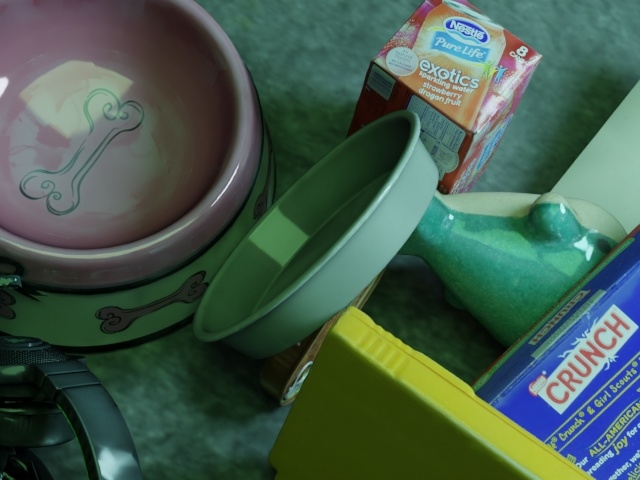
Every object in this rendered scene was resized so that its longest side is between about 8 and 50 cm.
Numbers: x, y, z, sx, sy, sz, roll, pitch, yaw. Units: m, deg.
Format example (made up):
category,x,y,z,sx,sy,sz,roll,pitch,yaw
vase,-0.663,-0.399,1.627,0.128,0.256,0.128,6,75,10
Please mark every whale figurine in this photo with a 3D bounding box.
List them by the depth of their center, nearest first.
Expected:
category,x,y,z,sx,sy,sz,roll,pitch,yaw
whale figurine,0.179,0.030,1.752,0.272,0.216,0.141,19,57,-20

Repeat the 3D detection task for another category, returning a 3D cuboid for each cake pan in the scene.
category,x,y,z,sx,sy,sz,roll,pitch,yaw
cake pan,0.000,0.000,1.652,0.054,0.293,0.293,45,66,-15

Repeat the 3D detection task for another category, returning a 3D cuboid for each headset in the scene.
category,x,y,z,sx,sy,sz,roll,pitch,yaw
headset,-0.317,0.195,1.608,0.185,0.243,0.394,-1,27,-43

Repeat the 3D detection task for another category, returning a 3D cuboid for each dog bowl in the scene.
category,x,y,z,sx,sy,sz,roll,pitch,yaw
dog bowl,-0.241,-0.102,1.796,0.408,0.150,0.408,3,66,-6

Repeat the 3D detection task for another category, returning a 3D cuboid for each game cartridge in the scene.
category,x,y,z,sx,sy,sz,roll,pitch,yaw
game cartridge,0.113,0.231,1.614,0.323,0.285,0.053,37,54,9

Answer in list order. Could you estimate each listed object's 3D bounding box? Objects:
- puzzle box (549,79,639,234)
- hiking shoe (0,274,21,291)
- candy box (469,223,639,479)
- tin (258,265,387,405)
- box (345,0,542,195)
category,x,y,z,sx,sy,sz,roll,pitch,yaw
puzzle box,0.463,-0.012,1.812,0.409,0.052,0.272,39,90,19
hiking shoe,-0.442,0.055,1.690,0.304,0.132,0.113,-3,72,33
candy box,0.319,0.189,1.655,0.268,0.122,0.317,-43,99,-1
tin,0.003,0.078,1.740,0.040,0.106,0.190,37,105,17
box,0.114,-0.123,1.789,0.128,0.257,0.122,37,66,9
